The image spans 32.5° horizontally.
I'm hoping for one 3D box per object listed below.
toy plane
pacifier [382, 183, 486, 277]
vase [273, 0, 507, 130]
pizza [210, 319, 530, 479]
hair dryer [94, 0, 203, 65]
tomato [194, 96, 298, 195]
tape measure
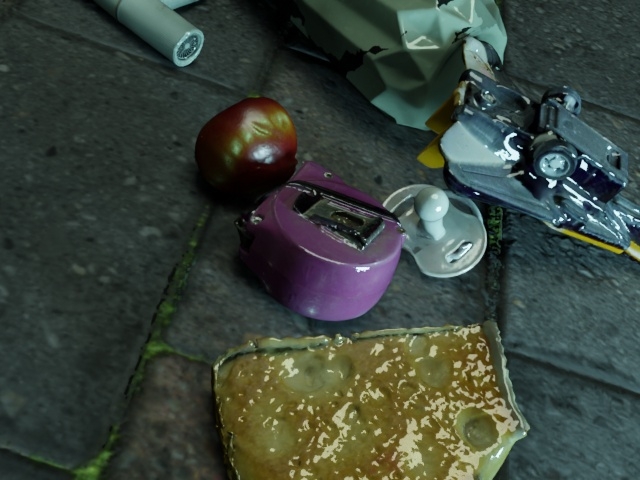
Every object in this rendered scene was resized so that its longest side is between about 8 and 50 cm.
[{"bbox_3d":[0.242,-0.048,0.978,0.316,0.103,0.204,27,45,-9],"label":"toy plane"},{"bbox_3d":[0.095,-0.020,0.912,0.081,0.078,0.099,-42,63,-16],"label":"pacifier"},{"bbox_3d":[0.025,-0.260,1.141,0.165,0.165,0.360,-17,46,-41],"label":"vase"},{"bbox_3d":[0.036,0.147,0.675,0.188,0.081,0.204,-10,51,-3],"label":"pizza"},{"bbox_3d":[-0.137,-0.246,1.131,0.155,0.044,0.183,41,36,22],"label":"hair dryer"},{"bbox_3d":[-0.059,-0.074,0.906,0.087,0.087,0.075,-21,77,-44],"label":"tomato"},{"bbox_3d":[0.000,0.000,0.842,0.125,0.074,0.118,27,36,12],"label":"tape measure"}]
